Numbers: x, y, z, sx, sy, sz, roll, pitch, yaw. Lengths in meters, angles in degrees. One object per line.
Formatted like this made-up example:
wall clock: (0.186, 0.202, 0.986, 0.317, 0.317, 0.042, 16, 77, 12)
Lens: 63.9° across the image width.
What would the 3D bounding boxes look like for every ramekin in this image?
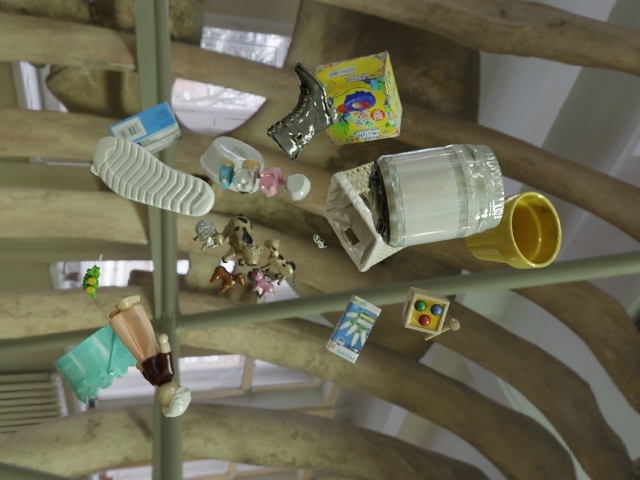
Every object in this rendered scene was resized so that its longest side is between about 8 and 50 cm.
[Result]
ramekin: (-0.359, -0.326, 2.152, 0.127, 0.273, 0.272, -60, -151, 25)

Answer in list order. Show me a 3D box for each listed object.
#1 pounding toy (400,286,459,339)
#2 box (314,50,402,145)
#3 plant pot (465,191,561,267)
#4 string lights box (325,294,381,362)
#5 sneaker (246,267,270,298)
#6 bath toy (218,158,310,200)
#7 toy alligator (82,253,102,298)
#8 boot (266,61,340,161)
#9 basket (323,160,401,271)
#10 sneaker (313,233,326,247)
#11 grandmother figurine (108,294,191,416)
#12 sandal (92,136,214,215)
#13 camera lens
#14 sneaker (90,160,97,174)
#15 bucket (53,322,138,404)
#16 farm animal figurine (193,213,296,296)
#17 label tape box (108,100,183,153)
pounding toy: (0.395, 0.280, 1.795, 0.094, 0.206, 0.181, -91, -165, -78)
box: (0.151, -0.553, 2.032, 0.279, 0.290, 0.177, 62, 30, -46)
plant pot: (0.642, -0.023, 1.761, 0.239, 0.254, 0.253, -15, -105, 59)
string lights box: (0.142, 0.383, 2.233, 0.259, 0.133, 0.077, -62, -175, -8)
sneaker: (-0.234, 0.151, 2.001, 0.072, 0.077, 0.178, 38, -25, 19)
bath toy: (-0.201, -0.223, 1.941, 0.129, 0.349, 0.151, 71, 33, -69)
toy alligator: (-0.826, 0.125, 1.850, 0.056, 0.051, 0.189, -95, -158, -66)
boot: (-0.079, -0.408, 1.654, 0.263, 0.229, 0.091, 55, 0, -31)
basket: (0.215, -0.110, 2.065, 0.328, 0.267, 0.331, 58, -18, 18)
sneaker: (0.000, 0.000, 2.178, 0.083, 0.037, 0.031, 51, 49, -44)
grandmother figurine: (-0.468, 0.329, 1.420, 0.342, 0.104, 0.208, 57, -37, 11)
sandal: (-0.542, -0.190, 1.668, 0.169, 0.416, 0.102, -62, -178, 1)
camera lens: (0.258, -0.105, 1.203, 0.219, 0.275, 0.219, 171, -90, -89)
sneaker: (-0.700, -0.243, 1.856, 0.110, 0.118, 0.292, -59, 161, 4)
bucket: (-0.801, 0.434, 1.860, 0.183, 0.281, 0.281, 55, -16, -6)
farm animal figurine: (-0.255, 0.039, 1.865, 0.172, 0.330, 0.326, -45, -114, 35)
label tape box: (-0.694, -0.420, 2.092, 0.105, 0.241, 0.334, 62, -10, 0)
